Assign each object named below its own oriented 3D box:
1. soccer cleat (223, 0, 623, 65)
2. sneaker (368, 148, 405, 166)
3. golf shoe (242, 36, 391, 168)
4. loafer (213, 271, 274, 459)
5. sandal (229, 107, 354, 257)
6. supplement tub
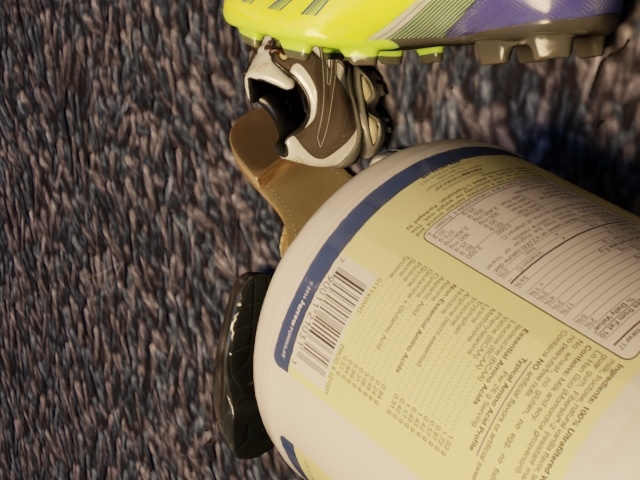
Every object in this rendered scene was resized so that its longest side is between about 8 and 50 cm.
[{"bbox_3d":[0.059,-0.172,0.832,0.289,0.093,0.121,5,100,37],"label":"soccer cleat"},{"bbox_3d":[0.068,-0.014,0.909,0.135,0.058,0.052,53,135,31],"label":"sneaker"},{"bbox_3d":[-0.017,-0.148,0.958,0.077,0.094,0.198,-36,69,53],"label":"golf shoe"},{"bbox_3d":[-0.069,0.101,1.112,0.061,0.062,0.170,33,122,49],"label":"loafer"},{"bbox_3d":[0.006,-0.003,0.999,0.240,0.088,0.079,56,168,37],"label":"sandal"},{"bbox_3d":[0.142,0.103,0.697,0.325,0.235,0.235,33,123,43],"label":"supplement tub"}]
